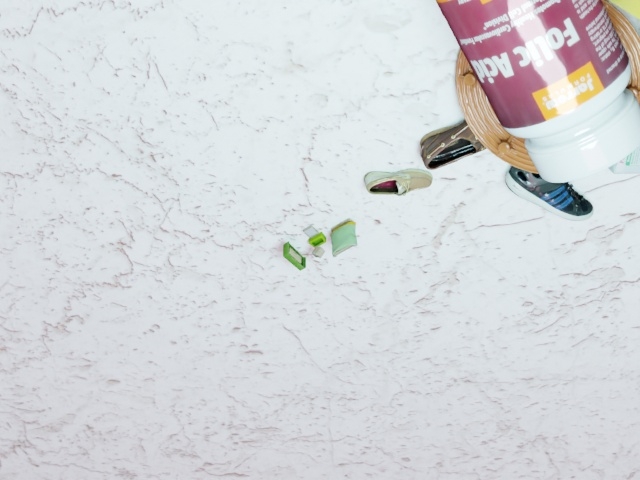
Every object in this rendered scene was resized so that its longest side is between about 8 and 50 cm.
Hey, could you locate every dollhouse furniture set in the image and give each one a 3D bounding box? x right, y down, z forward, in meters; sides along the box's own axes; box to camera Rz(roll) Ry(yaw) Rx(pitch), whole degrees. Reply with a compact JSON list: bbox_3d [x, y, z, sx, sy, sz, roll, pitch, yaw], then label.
[{"bbox_3d":[0.000,0.000,1.999,0.151,0.076,0.058,-29,127,24],"label":"dollhouse furniture set"}]

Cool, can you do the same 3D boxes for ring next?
[{"bbox_3d":[0.394,-0.269,1.692,0.336,0.032,0.337,10,117,20],"label":"ring"}]

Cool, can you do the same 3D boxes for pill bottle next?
[{"bbox_3d":[0.345,-0.302,1.534,0.224,0.224,0.392,-25,109,21],"label":"pill bottle"}]

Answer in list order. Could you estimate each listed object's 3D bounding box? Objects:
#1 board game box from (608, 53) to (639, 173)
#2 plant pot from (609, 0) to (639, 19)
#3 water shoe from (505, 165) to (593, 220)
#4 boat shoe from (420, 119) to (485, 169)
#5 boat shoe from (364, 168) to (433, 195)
[{"bbox_3d":[0.665,-0.235,1.737,0.303,0.097,0.224,0,118,-9],"label":"board game box"},{"bbox_3d":[0.598,-0.429,1.523,0.254,0.254,0.239,23,113,-20],"label":"plant pot"},{"bbox_3d":[0.462,-0.101,1.916,0.203,0.073,0.080,19,127,-17],"label":"water shoe"},{"bbox_3d":[0.285,-0.191,1.834,0.207,0.073,0.073,-26,126,20],"label":"boat shoe"},{"bbox_3d":[0.154,-0.108,1.924,0.135,0.045,0.050,-4,132,3],"label":"boat shoe"}]
